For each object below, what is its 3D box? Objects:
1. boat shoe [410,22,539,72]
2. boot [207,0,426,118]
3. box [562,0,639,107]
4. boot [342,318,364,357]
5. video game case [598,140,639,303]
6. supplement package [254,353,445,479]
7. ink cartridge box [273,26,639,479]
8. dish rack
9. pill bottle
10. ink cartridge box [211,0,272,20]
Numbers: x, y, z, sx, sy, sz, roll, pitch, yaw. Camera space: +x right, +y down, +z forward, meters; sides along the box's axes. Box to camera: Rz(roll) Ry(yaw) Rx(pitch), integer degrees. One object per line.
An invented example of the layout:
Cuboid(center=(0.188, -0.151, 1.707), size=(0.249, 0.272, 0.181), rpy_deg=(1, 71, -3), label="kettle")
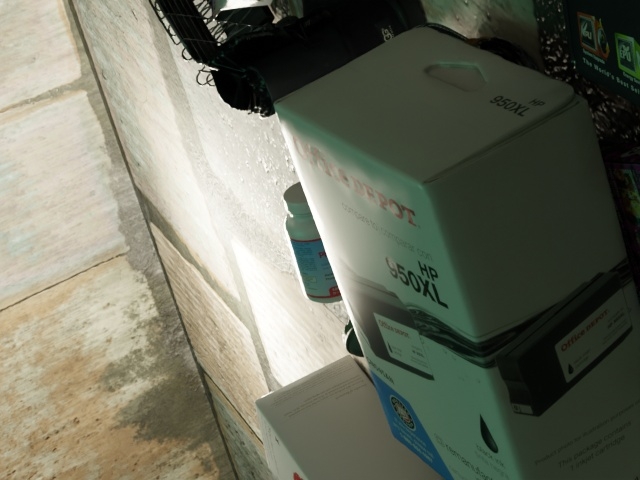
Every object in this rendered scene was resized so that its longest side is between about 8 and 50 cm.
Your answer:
Cuboid(center=(0.144, -0.166, 1.431), size=(0.183, 0.065, 0.083), rpy_deg=(47, 155, 33), label="boat shoe")
Cuboid(center=(-0.030, -0.223, 1.633), size=(0.246, 0.207, 0.094), rpy_deg=(42, 153, 56), label="boot")
Cuboid(center=(0.270, -0.189, 0.902), size=(0.395, 0.097, 0.318), rpy_deg=(46, 153, 53), label="box")
Cuboid(center=(0.112, 0.162, 1.894), size=(0.190, 0.076, 0.208), rpy_deg=(-56, 49, 48), label="boot")
Cuboid(center=(0.280, 0.027, 1.309), size=(0.232, 0.041, 0.210), rpy_deg=(68, 165, -12), label="video game case")
Cuboid(center=(0.049, 0.353, 2.336), size=(0.293, 0.175, 0.177), rpy_deg=(50, 158, 42), label="supplement package")
Cuboid(center=(0.139, 0.040, 1.375), size=(0.285, 0.166, 0.395), rpy_deg=(34, 148, 58), label="ink cartridge box")
Cuboid(center=(-0.137, -0.270, 1.920), size=(0.271, 0.074, 0.208), rpy_deg=(-2, -122, -60), label="dish rack")
Cuboid(center=(0.000, 0.000, 2.113), size=(0.087, 0.087, 0.160), rpy_deg=(41, 152, 56), label="pill bottle")
Cuboid(center=(-0.068, -0.367, 1.702), size=(0.332, 0.065, 0.165), rpy_deg=(147, 121, -74), label="ink cartridge box")
